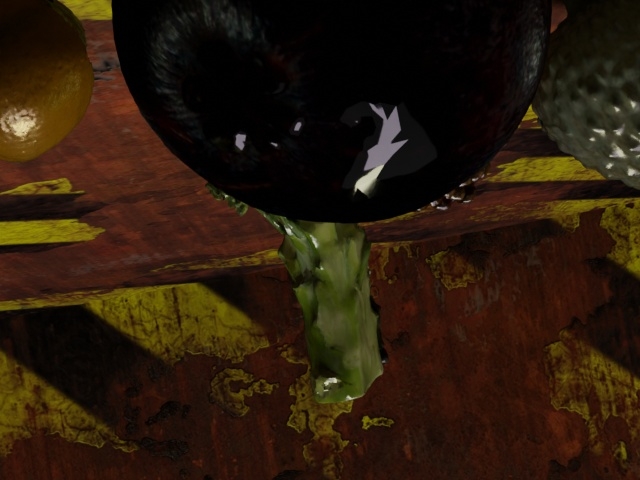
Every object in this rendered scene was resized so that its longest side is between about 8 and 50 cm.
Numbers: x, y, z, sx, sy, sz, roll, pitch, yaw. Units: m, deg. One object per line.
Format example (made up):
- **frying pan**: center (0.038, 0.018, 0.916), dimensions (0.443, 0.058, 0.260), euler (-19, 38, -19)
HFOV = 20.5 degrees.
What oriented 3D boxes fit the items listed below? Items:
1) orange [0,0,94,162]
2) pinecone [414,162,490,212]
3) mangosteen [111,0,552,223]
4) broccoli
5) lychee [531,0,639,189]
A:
- **orange**: center (-0.258, -0.135, 1.455), dimensions (0.156, 0.134, 0.156), euler (-10, -153, 5)
- **pinecone**: center (0.129, -0.117, 2.153), dimensions (0.173, 0.174, 0.173), euler (-10, 173, -1)
- **mangosteen**: center (0.020, -0.163, 1.166), dimensions (0.300, 0.300, 0.300), euler (-10, 173, -1)
- **broccoli**: center (-0.023, 0.002, 2.065), dimensions (0.252, 0.361, 0.221), euler (8, -170, -3)
- **lychee**: center (0.342, -0.156, 1.765), dimensions (0.255, 0.274, 0.255), euler (-39, 180, 0)
